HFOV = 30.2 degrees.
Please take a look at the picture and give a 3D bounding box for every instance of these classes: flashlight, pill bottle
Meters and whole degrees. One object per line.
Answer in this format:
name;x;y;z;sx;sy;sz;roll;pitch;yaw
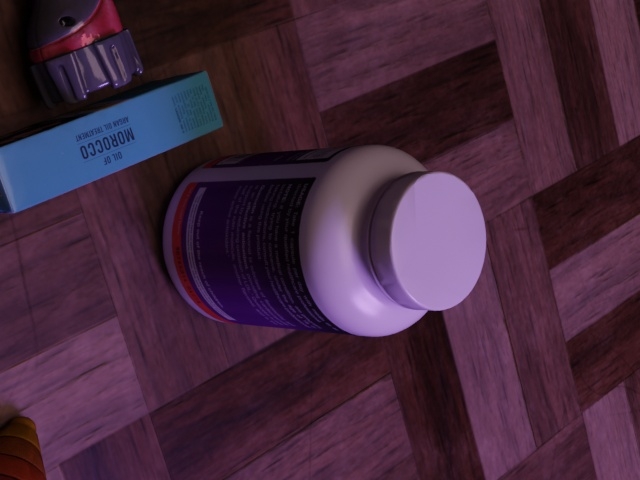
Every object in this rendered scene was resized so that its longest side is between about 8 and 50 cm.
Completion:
flashlight;-0.263;-0.276;1.082;0.103;0.103;0.304;-23;107;-7
pill bottle;0.000;0.000;1.164;0.181;0.323;0.181;-1;92;-41

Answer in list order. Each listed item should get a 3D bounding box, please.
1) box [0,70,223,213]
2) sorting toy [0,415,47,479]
box;-0.219;-0.094;1.120;0.244;0.100;0.060;-28;107;-38
sorting toy;-0.218;0.291;1.148;0.365;0.127;0.126;49;31;-34
